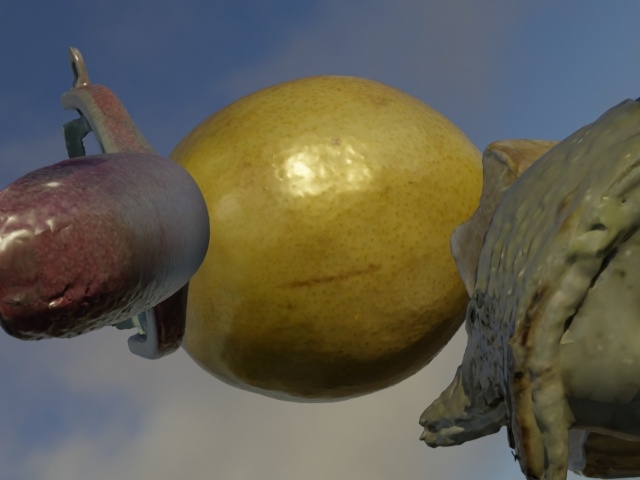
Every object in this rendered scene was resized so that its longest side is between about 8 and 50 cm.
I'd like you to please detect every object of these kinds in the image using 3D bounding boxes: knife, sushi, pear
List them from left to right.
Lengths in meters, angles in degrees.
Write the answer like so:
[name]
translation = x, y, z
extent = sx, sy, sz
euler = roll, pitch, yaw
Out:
[knife]
translation = -0.063, -0.012, 0.458
extent = 0.053, 0.123, 0.278
euler = -19, 4, -4
[pear]
translation = 0.000, 0.000, 1.338
extent = 0.314, 0.314, 0.314
euler = -48, -18, -21
[sushi]
translation = 0.133, -0.025, 0.473
extent = 0.273, 0.109, 0.134
euler = -23, 23, 17

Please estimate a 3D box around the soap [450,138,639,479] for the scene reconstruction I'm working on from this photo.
[soap]
translation = 0.186, 0.022, 0.620
extent = 0.232, 0.140, 0.073
euler = -1, -46, -23
